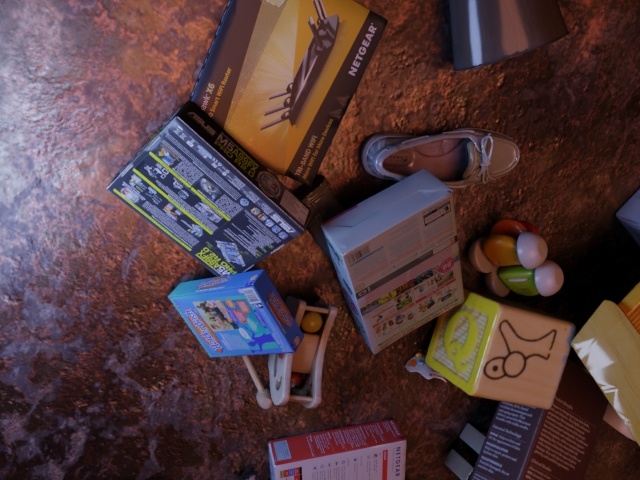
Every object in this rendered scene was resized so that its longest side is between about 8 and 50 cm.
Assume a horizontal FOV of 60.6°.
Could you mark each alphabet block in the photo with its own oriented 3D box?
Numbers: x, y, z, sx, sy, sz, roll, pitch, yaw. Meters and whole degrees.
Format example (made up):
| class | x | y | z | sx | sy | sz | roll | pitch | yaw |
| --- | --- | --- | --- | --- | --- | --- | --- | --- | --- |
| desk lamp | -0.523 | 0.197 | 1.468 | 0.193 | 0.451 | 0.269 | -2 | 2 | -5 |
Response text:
| class | x | y | z | sx | sy | sz | roll | pitch | yaw |
| --- | --- | --- | --- | --- | --- | --- | --- | --- | --- |
| alphabet block | 0.368 | 0.217 | 1.141 | 0.197 | 0.193 | 0.192 | 16 | 91 | -19 |

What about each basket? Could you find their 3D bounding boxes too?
| class | x | y | z | sx | sy | sz | roll | pitch | yaw |
| --- | --- | --- | --- | --- | --- | --- | --- | --- | --- |
| basket | 0.298 | -0.432 | 0.926 | 0.204 | 0.154 | 0.226 | -20 | 110 | -1 |

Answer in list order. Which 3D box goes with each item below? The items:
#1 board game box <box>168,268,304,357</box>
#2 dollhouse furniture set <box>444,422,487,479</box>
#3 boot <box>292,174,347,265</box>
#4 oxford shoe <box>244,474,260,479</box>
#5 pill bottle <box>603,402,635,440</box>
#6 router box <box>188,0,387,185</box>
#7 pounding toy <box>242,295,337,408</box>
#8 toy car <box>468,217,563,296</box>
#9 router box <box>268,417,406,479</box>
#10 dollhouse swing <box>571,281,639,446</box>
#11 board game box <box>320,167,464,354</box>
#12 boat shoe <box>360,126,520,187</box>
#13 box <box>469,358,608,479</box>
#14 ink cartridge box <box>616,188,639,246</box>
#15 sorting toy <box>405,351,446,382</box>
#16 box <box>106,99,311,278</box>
| class | x | y | z | sx | sy | sz | roll | pitch | yaw |
| --- | --- | --- | --- | --- | --- | --- | --- | --- | --- |
| board game box | -0.156 | 0.139 | 1.003 | 0.210 | 0.047 | 0.160 | -10 | 120 | 32 |
| dollhouse furniture set | 0.410 | 0.606 | 1.369 | 0.262 | 0.135 | 0.259 | 33 | 87 | -23 |
| boot | 0.000 | 0.002 | 1.054 | 0.190 | 0.076 | 0.208 | -35 | 121 | 2 |
| oxford shoe | -0.171 | 0.683 | 1.227 | 0.130 | 0.123 | 0.348 | -3 | 108 | -5 |
| pill bottle | 0.797 | 0.334 | 1.331 | 0.160 | 0.160 | 0.283 | 31 | 99 | -23 |
| router box | -0.066 | -0.280 | 0.918 | 0.243 | 0.081 | 0.308 | 20 | 103 | -21 |
| pounding toy | -0.076 | 0.233 | 1.065 | 0.155 | 0.154 | 0.269 | 12 | 106 | -19 |
| toy car | 0.414 | 0.031 | 1.143 | 0.182 | 0.159 | 0.136 | 50 | 55 | -24 |
| router box | 0.040 | 0.598 | 1.270 | 0.301 | 0.082 | 0.335 | -5 | 111 | -13 |
| dollhouse swing | 0.724 | 0.219 | 1.093 | 0.305 | 0.315 | 0.347 | -39 | 144 | 21 |
| board game box | 0.146 | 0.048 | 1.027 | 0.224 | 0.097 | 0.303 | -28 | 133 | -10 |
| boat shoe | 0.240 | -0.152 | 1.035 | 0.321 | 0.103 | 0.118 | 1 | 109 | -15 |
| box | 0.490 | 0.458 | 1.235 | 0.191 | 0.143 | 0.381 | 33 | 76 | -22 |
| ink cartridge box | 0.903 | -0.093 | 1.242 | 0.308 | 0.091 | 0.385 | 40 | 97 | -24 |
| sorting toy | 0.244 | 0.289 | 1.214 | 0.083 | 0.075 | 0.044 | 16 | 105 | -20 |
| box | -0.185 | -0.068 | 0.915 | 0.270 | 0.060 | 0.216 | 42 | 128 | -21 |
